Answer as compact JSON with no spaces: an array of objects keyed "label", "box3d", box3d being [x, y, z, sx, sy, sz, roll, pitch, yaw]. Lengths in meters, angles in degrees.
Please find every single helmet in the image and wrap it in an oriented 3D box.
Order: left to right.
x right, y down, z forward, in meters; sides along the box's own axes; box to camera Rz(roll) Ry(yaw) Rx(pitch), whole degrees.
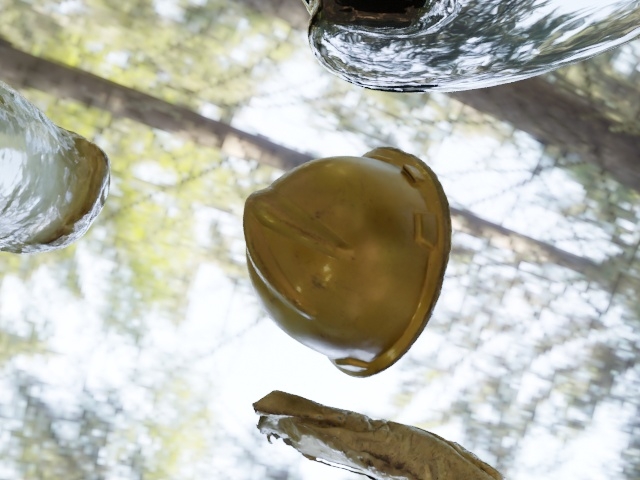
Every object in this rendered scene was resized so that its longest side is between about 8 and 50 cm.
[{"label":"helmet","box3d":[0.000,0.000,1.482,0.205,0.140,0.257,-61,-149,18]}]

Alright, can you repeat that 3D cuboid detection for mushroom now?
[{"label":"mushroom","box3d":[-0.177,-0.041,0.662,0.100,0.312,0.081,-12,-98,13]}]

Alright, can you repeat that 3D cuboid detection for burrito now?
[{"label":"burrito","box3d":[0.049,0.185,1.442,0.229,0.058,0.063,16,-82,13]}]

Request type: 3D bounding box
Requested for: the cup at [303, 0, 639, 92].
[{"label":"cup","box3d":[0.021,-0.130,0.357,0.169,0.223,0.176,-30,-104,41]}]
